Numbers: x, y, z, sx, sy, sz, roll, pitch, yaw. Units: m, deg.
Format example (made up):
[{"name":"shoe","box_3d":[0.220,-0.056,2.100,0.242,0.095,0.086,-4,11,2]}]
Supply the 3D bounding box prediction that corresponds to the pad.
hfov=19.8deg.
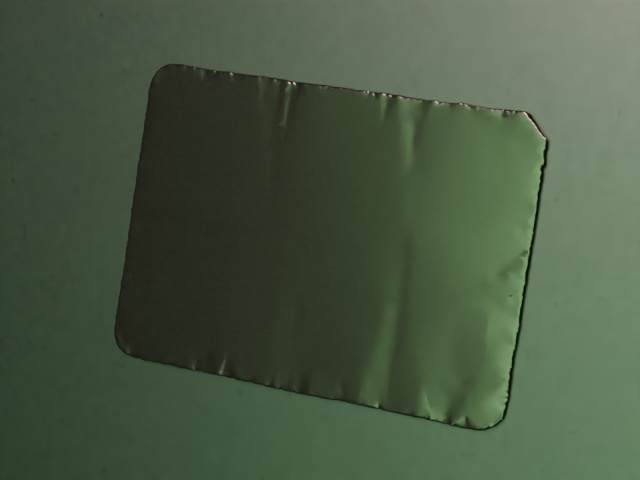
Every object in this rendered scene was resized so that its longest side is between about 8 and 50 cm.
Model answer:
[{"name":"pad","box_3d":[0.000,0.000,0.658,0.157,0.003,0.112,10,94,24]}]
